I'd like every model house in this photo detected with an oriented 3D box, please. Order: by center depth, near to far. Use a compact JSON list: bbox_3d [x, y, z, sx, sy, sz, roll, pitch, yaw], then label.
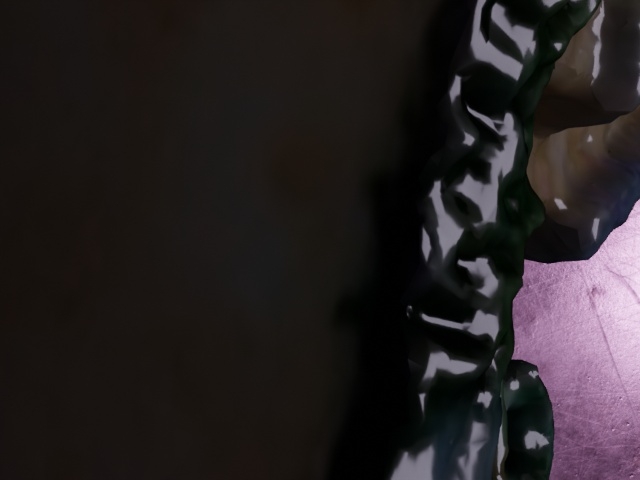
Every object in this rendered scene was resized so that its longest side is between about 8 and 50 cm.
[{"bbox_3d":[0.000,0.000,0.638,0.400,0.395,0.445,11,79,-56],"label":"model house"}]
